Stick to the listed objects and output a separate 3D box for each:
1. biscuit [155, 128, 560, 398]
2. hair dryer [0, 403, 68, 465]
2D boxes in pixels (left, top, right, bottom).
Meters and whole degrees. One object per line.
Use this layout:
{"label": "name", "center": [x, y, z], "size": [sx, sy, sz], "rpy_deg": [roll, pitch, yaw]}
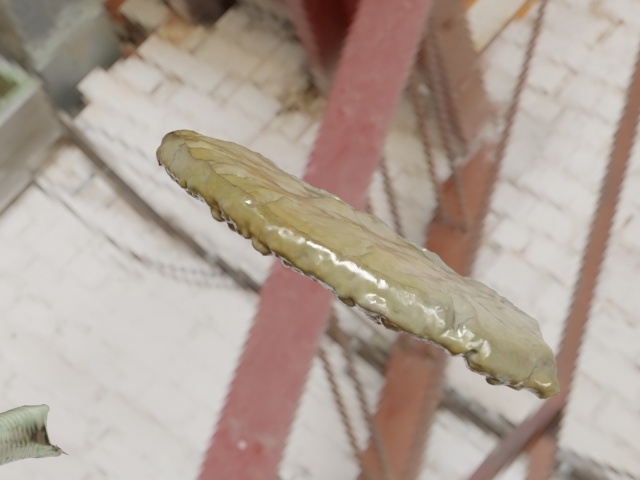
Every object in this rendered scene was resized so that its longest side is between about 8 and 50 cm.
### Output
{"label": "biscuit", "center": [0.001, -0.002, 0.948], "size": [0.290, 0.038, 0.141], "rpy_deg": [32, 9, 32]}
{"label": "hair dryer", "center": [-0.143, 0.089, 0.638], "size": [0.229, 0.267, 0.092], "rpy_deg": [2, -84, 49]}
